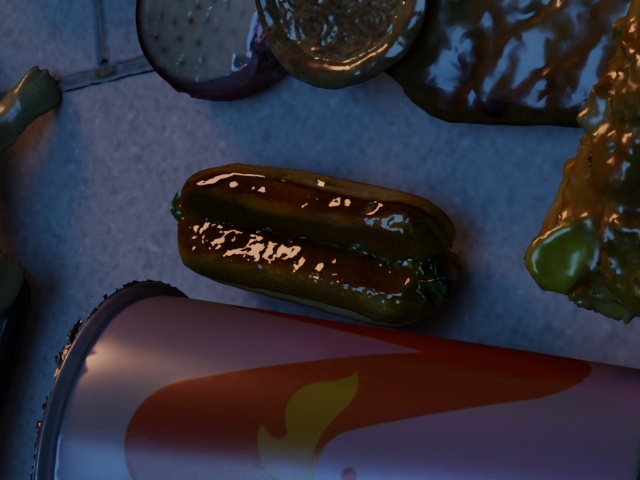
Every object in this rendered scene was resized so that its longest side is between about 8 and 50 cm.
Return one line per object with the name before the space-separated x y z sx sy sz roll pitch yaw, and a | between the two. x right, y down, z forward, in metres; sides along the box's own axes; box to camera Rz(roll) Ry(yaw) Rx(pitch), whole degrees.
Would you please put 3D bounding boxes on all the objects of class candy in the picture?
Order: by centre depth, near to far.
candy | -0.056 -0.129 1.051 0.103 0.043 0.103 -2 86 33

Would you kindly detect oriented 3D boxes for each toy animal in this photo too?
toy animal | -0.233 -0.039 1.111 0.101 0.103 0.218 -7 66 39

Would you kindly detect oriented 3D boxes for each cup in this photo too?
cup | 0.031 0.121 0.912 0.288 0.203 0.203 2 89 26

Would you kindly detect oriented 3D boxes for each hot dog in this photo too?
hot dog | 0.000 0.000 1.003 0.188 0.055 0.072 14 98 32

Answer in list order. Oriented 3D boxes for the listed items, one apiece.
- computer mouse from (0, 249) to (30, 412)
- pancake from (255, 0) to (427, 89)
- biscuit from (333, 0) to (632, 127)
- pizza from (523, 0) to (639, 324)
computer mouse | -0.249 0.096 1.150 0.126 0.071 0.231 16 85 19
pancake | 0.010 -0.134 0.979 0.115 0.011 0.115 -1 88 33
biscuit | 0.127 -0.224 0.937 0.359 0.046 0.359 -2 87 32
pizza | 0.239 -0.052 0.810 0.258 0.087 0.268 23 104 18
